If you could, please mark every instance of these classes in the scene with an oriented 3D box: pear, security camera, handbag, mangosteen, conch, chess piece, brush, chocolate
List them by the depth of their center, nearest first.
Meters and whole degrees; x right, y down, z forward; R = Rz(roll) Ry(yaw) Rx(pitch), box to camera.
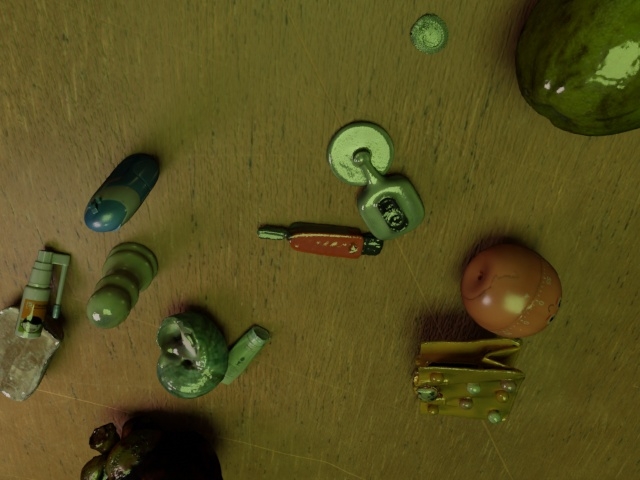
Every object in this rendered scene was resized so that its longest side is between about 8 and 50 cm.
[{"bbox_3d":[0.551,-0.369,0.935,0.413,0.352,0.352,-45,114,0],"label":"pear"},{"bbox_3d":[0.131,-0.137,1.218,0.157,0.080,0.302,-28,115,14],"label":"security camera"},{"bbox_3d":[-0.484,0.118,1.245,0.133,0.243,0.133,-1,119,-3],"label":"chess piece"},{"bbox_3d":[0.000,0.000,1.303,0.323,0.051,0.070,6,122,-5],"label":"brush"},{"bbox_3d":[-0.362,0.325,1.421,0.220,0.195,0.277,29,139,-6],"label":"conch"},{"bbox_3d":[-0.823,0.302,1.424,0.185,0.100,0.303,35,110,-7],"label":"chocolate"},{"bbox_3d":[0.400,0.402,1.441,0.282,0.133,0.401,0,145,10],"label":"handbag"},{"bbox_3d":[-0.510,0.739,1.545,0.421,0.381,0.381,16,119,1],"label":"mangosteen"}]

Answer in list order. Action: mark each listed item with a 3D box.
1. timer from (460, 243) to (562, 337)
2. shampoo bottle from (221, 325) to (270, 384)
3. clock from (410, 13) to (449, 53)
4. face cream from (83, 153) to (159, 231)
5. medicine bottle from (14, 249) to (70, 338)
[{"bbox_3d":[0.477,0.125,1.291,0.214,0.230,0.230,23,117,-16],"label":"timer"},{"bbox_3d":[-0.230,0.333,1.490,0.072,0.049,0.212,34,113,-15],"label":"shampoo bottle"},{"bbox_3d":[0.231,-0.431,1.083,0.083,0.010,0.074,33,114,-20],"label":"clock"},{"bbox_3d":[-0.425,-0.101,1.106,0.149,0.264,0.083,-28,117,14],"label":"face cream"},{"bbox_3d":[-0.702,0.137,1.309,0.092,0.061,0.221,12,89,-22],"label":"medicine bottle"}]
